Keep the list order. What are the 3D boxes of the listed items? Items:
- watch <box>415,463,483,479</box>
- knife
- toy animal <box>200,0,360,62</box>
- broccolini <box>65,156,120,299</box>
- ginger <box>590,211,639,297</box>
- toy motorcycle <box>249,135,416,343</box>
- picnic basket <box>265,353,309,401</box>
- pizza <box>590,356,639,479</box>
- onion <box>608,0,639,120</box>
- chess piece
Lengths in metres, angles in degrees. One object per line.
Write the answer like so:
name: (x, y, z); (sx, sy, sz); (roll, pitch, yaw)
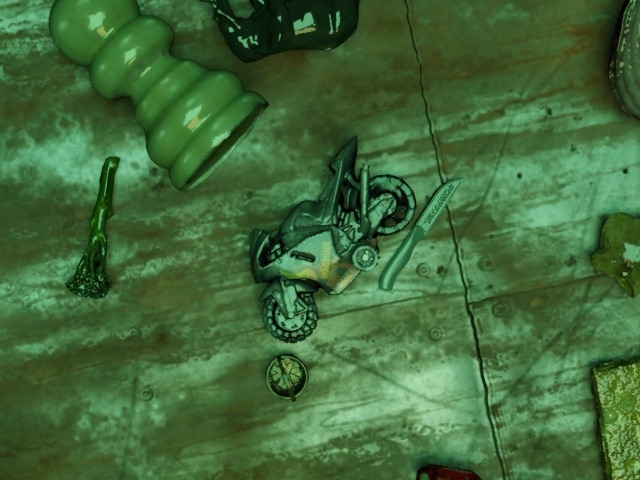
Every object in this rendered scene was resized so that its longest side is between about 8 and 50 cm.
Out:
watch: (0.176, 0.466, 1.740); (0.102, 0.165, 0.269); (10, 90, -2)
knife: (0.151, -0.013, 1.796); (0.028, 0.015, 0.210); (33, 90, 3)
toy animal: (-0.053, -0.340, 1.720); (0.245, 0.114, 0.146); (-8, 92, -3)
broccolini: (-0.327, -0.019, 1.748); (0.067, 0.058, 0.216); (12, 91, -1)
ginger: (0.554, 0.008, 1.772); (0.294, 0.086, 0.131); (-9, 87, 7)
toy motorcycle: (0.000, 0.000, 1.745); (0.173, 0.108, 0.307); (41, 88, 1)
picnic basket: (-0.049, 0.206, 1.759); (0.072, 0.083, 0.072); (0, 92, -2)
pizza: (0.491, 0.252, 1.805); (0.197, 0.058, 0.292); (30, 89, -3)
onion: (0.540, -0.298, 1.767); (0.250, 0.111, 0.248); (3, 116, -14)
chess piece: (-0.251, -0.244, 1.696); (0.330, 0.182, 0.182); (44, 90, 1)
